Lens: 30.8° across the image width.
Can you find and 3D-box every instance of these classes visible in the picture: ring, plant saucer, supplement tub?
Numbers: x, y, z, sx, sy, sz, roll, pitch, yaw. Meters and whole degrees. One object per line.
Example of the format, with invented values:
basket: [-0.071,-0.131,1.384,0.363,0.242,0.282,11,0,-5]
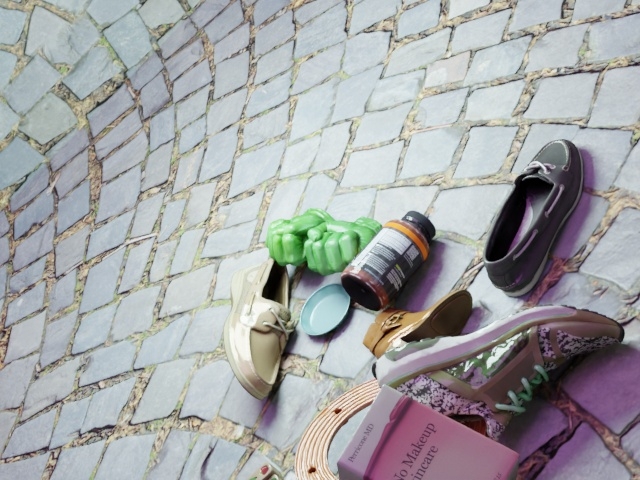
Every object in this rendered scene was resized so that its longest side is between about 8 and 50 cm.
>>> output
ring: [0.117,0.338,1.931,0.336,0.032,0.336,-17,30,10]
plant saucer: [0.013,0.140,2.287,0.119,0.021,0.119,-25,42,25]
supplement tub: [0.134,0.033,2.191,0.106,0.106,0.198,12,51,48]

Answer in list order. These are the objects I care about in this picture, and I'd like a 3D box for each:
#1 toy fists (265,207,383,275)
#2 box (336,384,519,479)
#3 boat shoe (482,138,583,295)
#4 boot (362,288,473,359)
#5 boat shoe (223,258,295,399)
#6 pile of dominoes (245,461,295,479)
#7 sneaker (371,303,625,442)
toy fists: [0.000,0.000,2.326,0.142,0.096,0.279,-34,30,-32]
box: [0.160,0.345,1.734,0.232,0.127,0.148,25,66,18]
boat shoe: [0.379,-0.061,2.068,0.112,0.095,0.335,0,56,43]
boot: [0.169,0.145,2.100,0.197,0.073,0.152,-41,26,-12]
boat shoe: [-0.114,0.161,2.305,0.110,0.121,0.341,-29,39,21]
pile of dominoes: [-0.069,0.495,2.020,0.196,0.040,0.251,-42,37,4]
sneaker: [0.292,0.231,1.852,0.410,0.158,0.182,-19,64,17]
